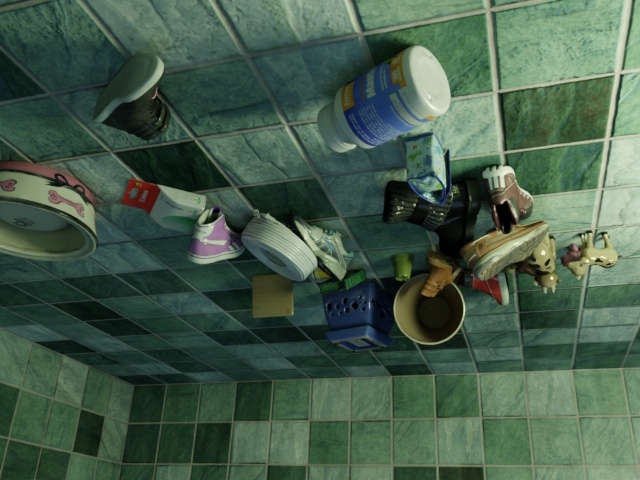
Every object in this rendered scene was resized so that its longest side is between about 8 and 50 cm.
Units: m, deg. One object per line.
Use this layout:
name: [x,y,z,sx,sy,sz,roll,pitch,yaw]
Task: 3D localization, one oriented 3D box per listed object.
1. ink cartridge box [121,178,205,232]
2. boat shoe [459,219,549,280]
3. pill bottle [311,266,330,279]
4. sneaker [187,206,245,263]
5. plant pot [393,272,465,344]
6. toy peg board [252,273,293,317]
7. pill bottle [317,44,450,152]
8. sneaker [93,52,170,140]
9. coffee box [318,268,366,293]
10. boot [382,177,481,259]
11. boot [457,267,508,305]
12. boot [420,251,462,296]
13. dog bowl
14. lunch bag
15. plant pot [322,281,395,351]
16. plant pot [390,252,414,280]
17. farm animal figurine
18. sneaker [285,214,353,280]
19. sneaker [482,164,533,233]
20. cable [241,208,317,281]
ink cartridge box: [-0.478,-0.101,1.927,0.224,0.056,0.181,12,153,-22]
boat shoe: [0.531,0.000,1.834,0.324,0.116,0.123,-21,144,-33]
pill bottle: [0.028,0.103,2.288,0.116,0.065,0.065,-7,153,19]
sneaker: [-0.303,-0.029,1.991,0.102,0.161,0.282,16,-166,16]
plant pot: [0.425,0.266,2.431,0.256,0.257,0.274,-5,170,15]
toy peg board: [-0.171,0.213,2.444,0.161,0.161,0.079,-5,169,17]
pill bottle: [0.125,-0.288,1.366,0.272,0.153,0.152,-21,146,39]
sneaker: [-0.381,-0.315,1.425,0.146,0.105,0.295,20,155,-36]
coffee box: [0.081,0.146,2.299,0.113,0.041,0.184,-12,-176,29]
boot: [0.305,-0.059,1.842,0.259,0.131,0.348,-5,143,0]
boot: [0.601,0.169,2.354,0.176,0.089,0.244,-7,145,20]
boot: [0.393,0.125,2.216,0.197,0.073,0.152,23,115,-41]
dog bowl: [-0.854,-0.084,1.885,0.407,0.151,0.408,2,155,1]
lunch bag: [0.280,-0.176,1.612,0.096,0.129,0.151,-10,151,26]
plant pot: [0.156,0.316,2.551,0.235,0.212,0.236,-13,150,32]
plant pot: [0.286,0.097,2.235,0.083,0.079,0.083,3,154,1]
farm animal figurine: [0.736,0.068,2.026,0.326,0.172,0.330,23,147,-36]
sneaker: [0.000,0.000,2.054,0.283,0.122,0.110,47,162,-30]
sneaker: [0.515,-0.076,1.757,0.106,0.163,0.281,-14,149,31]
cable: [-0.130,0.030,2.014,0.257,0.089,0.257,34,162,5]
